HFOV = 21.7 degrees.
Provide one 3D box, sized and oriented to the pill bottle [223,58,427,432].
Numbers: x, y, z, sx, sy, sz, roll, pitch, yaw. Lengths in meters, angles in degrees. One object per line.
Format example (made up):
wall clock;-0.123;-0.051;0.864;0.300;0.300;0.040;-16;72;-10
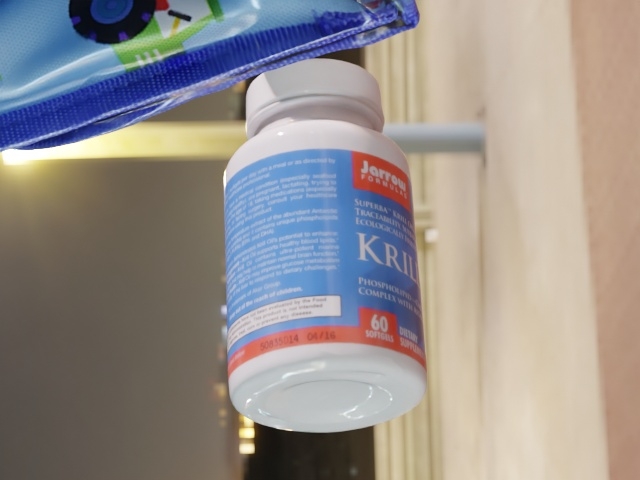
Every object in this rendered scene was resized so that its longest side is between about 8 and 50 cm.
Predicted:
pill bottle;0.000;0.000;1.065;0.124;0.124;0.221;94;173;-64

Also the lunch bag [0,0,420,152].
lunch bag;-0.107;-0.137;0.519;0.138;0.293;0.221;80;-179;-47
